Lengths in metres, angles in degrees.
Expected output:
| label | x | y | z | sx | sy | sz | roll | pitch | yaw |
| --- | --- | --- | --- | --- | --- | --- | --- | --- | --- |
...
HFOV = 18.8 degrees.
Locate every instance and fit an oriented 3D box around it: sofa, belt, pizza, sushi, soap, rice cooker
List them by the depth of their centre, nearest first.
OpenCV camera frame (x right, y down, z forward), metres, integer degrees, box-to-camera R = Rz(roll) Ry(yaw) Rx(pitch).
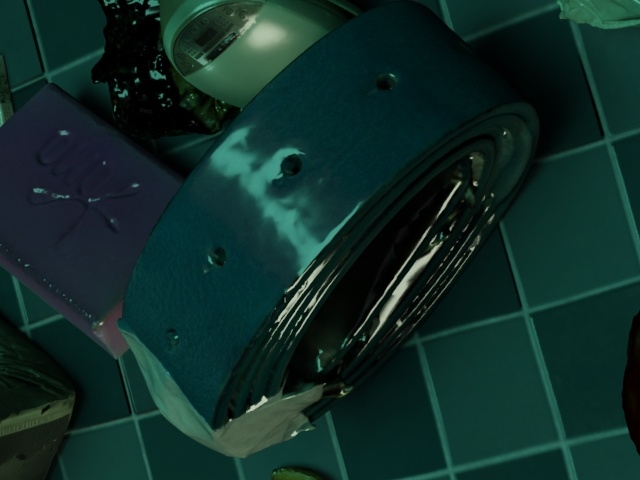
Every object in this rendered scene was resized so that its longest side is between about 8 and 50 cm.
| label | x | y | z | sx | sy | sz | roll | pitch | yaw |
| --- | --- | --- | --- | --- | --- | --- | --- | --- | --- |
| belt | 0.000 | -0.002 | 1.679 | 0.173 | 0.300 | 0.436 | 44 | 120 | 24 |
| rice cooker | -0.054 | -0.199 | 1.763 | 0.145 | 0.206 | 0.127 | -37 | 58 | 34 |
| sushi | -0.149 | -0.205 | 1.860 | 0.115 | 0.147 | 0.212 | -3 | 90 | 38 |
| pizza | -0.018 | 0.262 | 1.900 | 0.083 | 0.025 | 0.078 | 19 | 103 | 40 |
| soap | -0.239 | -0.026 | 1.937 | 0.259 | 0.081 | 0.181 | 37 | 74 | 27 |
| sofa | -0.402 | 0.204 | 2.054 | 0.176 | 0.225 | 0.210 | 37 | 119 | 23 |

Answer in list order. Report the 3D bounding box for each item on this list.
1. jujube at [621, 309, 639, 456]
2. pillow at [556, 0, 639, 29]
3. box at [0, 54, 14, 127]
| label | x | y | z | sx | sy | sz | roll | pitch | yaw |
| --- | --- | --- | --- | --- | --- | --- | --- | --- | --- |
| jujube | 0.376 | 0.058 | 1.459 | 0.258 | 0.258 | 0.376 | 34 | 120 | 28 |
| pillow | 0.311 | -0.292 | 1.517 | 0.283 | 0.138 | 0.309 | 28 | 110 | 40 |
| box | -0.363 | -0.156 | 2.101 | 0.054 | 0.024 | 0.083 | -11 | 90 | 38 |
